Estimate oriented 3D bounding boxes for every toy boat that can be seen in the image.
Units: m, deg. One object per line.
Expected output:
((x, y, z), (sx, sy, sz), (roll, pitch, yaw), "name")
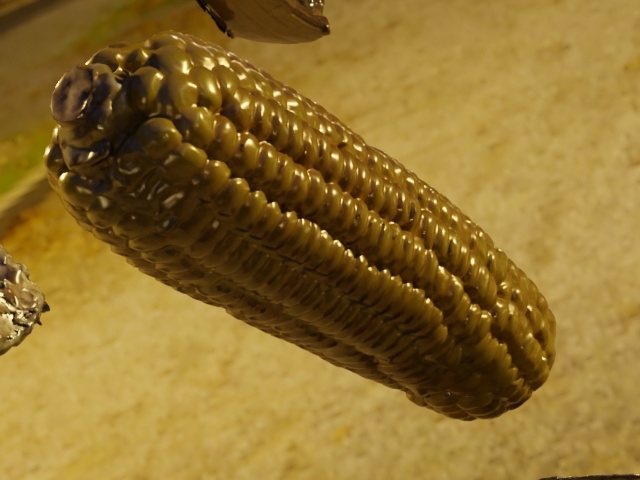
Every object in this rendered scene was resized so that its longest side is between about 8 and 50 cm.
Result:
((-0.072, -0.263, 1.444), (0.121, 0.321, 0.089), (-25, 49, 13), "toy boat")

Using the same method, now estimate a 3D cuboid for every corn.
((0.000, 0.000, 0.972), (0.120, 0.363, 0.120), (-19, 56, 32), "corn")

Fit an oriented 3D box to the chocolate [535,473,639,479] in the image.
((0.137, 0.210, 1.043), (0.221, 0.147, 0.221), (-1, -12, 0), "chocolate")

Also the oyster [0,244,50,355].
((-0.291, 0.074, 1.327), (0.259, 0.092, 0.198), (16, 59, 48), "oyster")
